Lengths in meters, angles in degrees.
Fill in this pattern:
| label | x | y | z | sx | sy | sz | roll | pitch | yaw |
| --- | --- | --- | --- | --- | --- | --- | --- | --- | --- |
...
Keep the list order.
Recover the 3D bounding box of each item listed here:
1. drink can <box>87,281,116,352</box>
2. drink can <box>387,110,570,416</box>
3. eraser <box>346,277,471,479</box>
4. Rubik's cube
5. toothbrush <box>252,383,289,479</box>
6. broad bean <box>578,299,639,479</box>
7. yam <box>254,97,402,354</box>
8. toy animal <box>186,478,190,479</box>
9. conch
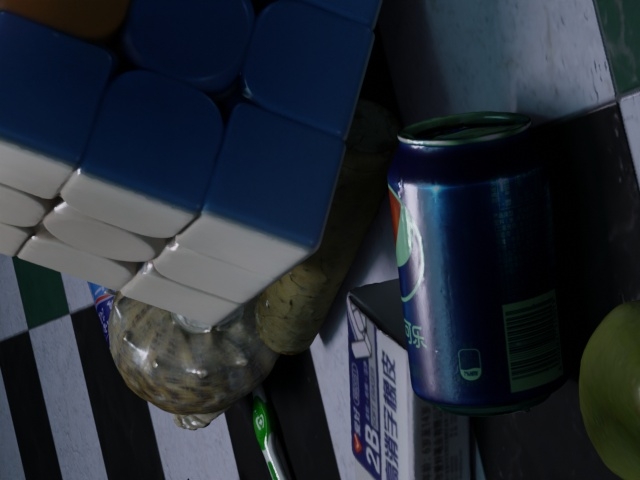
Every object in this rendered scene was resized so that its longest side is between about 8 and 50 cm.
| label | x | y | z | sx | sy | sz | roll | pitch | yaw |
| --- | --- | --- | --- | --- | --- | --- | --- | --- | --- |
| drink can | -0.251 | 0.022 | 2.328 | 0.097 | 0.097 | 0.235 | 116 | 137 | -59 |
| drink can | 0.112 | 0.015 | 1.323 | 0.118 | 0.118 | 0.205 | -156 | 58 | -66 |
| eraser | 0.073 | 0.151 | 1.574 | 0.124 | 0.068 | 0.210 | 40 | 139 | 55 |
| Rubik's cube | -0.140 | -0.131 | 1.516 | 0.291 | 0.292 | 0.290 | 140 | 146 | -68 |
| toothbrush | -0.057 | 0.203 | 2.019 | 0.030 | 0.030 | 0.304 | 126 | 126 | -64 |
| broad bean | 0.211 | 0.098 | 1.155 | 0.174 | 0.082 | 0.124 | 175 | 81 | -68 |
| yam | 0.000 | 0.000 | 1.675 | 0.371 | 0.083 | 0.083 | 111 | 142 | -57 |
| toy animal | -0.125 | 0.359 | 2.192 | 0.214 | 0.094 | 0.186 | -148 | 57 | -74 |
| conch | -0.149 | 0.100 | 1.957 | 0.210 | 0.159 | 0.291 | 59 | 143 | 25 |
